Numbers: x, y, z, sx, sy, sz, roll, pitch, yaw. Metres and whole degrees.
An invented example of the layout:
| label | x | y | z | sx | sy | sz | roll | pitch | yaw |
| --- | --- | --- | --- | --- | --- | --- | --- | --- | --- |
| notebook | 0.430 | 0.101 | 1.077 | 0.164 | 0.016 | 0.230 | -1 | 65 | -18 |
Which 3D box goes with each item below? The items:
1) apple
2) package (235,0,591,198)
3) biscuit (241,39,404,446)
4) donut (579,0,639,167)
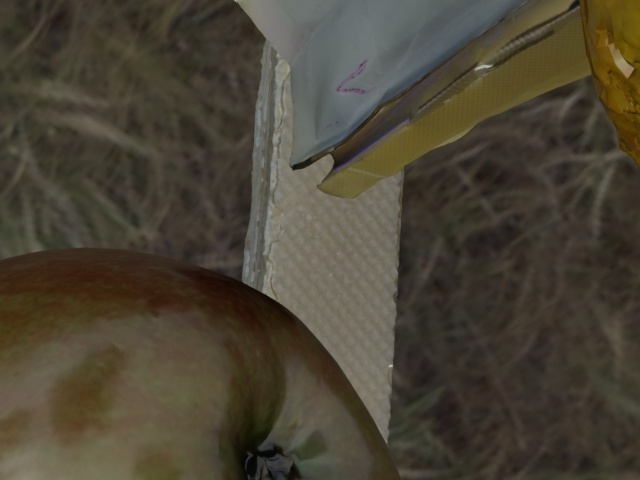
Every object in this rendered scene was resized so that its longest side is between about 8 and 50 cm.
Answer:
| label | x | y | z | sx | sy | sz | roll | pitch | yaw |
| --- | --- | --- | --- | --- | --- | --- | --- | --- | --- |
| apple | -0.085 | 0.123 | 0.725 | 0.257 | 0.234 | 0.257 | 37 | 35 | -32 |
| package | 0.118 | -0.136 | 0.952 | 0.221 | 0.311 | 0.165 | 17 | 51 | -40 |
| biscuit | 0.000 | 0.000 | 1.684 | 0.144 | 0.078 | 0.426 | 10 | 74 | -17 |
| donut | 0.173 | -0.050 | 0.375 | 0.277 | 0.277 | 0.108 | 22 | 69 | -13 |
